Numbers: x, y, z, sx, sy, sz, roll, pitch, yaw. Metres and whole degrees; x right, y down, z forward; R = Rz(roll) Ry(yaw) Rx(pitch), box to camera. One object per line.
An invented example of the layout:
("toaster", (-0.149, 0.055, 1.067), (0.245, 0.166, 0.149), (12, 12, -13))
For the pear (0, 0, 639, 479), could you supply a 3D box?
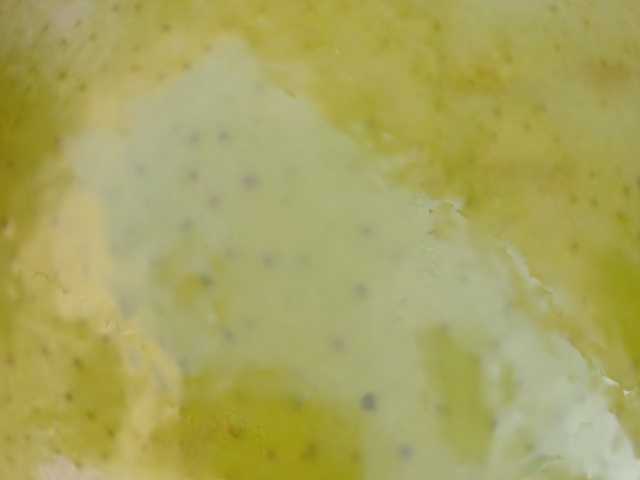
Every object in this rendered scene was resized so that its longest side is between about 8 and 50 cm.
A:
("pear", (0.000, 0.000, 0.694), (0.418, 0.362, 0.362), (44, 101, 18))
